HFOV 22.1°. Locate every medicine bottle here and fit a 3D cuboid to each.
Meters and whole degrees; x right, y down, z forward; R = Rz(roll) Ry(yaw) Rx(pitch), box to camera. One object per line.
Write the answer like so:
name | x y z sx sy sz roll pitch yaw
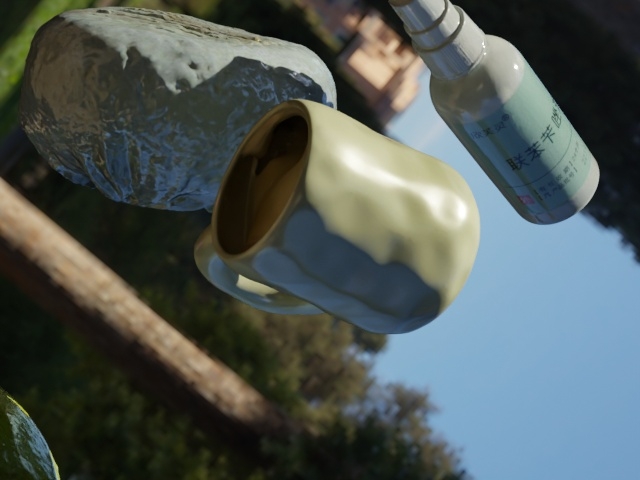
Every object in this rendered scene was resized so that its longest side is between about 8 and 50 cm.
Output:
medicine bottle | 0.181 -0.157 1.777 0.110 0.352 0.110 -23 -137 23

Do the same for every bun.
bun | -0.162 -0.142 1.810 0.362 0.362 0.211 -96 -161 -83

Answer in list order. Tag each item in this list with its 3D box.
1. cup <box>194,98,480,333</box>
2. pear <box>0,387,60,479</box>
cup | 0.004 0.011 1.513 0.255 0.202 0.173 -50 -149 27
pear | -0.320 0.279 1.527 0.292 0.159 0.292 -34 -138 37
